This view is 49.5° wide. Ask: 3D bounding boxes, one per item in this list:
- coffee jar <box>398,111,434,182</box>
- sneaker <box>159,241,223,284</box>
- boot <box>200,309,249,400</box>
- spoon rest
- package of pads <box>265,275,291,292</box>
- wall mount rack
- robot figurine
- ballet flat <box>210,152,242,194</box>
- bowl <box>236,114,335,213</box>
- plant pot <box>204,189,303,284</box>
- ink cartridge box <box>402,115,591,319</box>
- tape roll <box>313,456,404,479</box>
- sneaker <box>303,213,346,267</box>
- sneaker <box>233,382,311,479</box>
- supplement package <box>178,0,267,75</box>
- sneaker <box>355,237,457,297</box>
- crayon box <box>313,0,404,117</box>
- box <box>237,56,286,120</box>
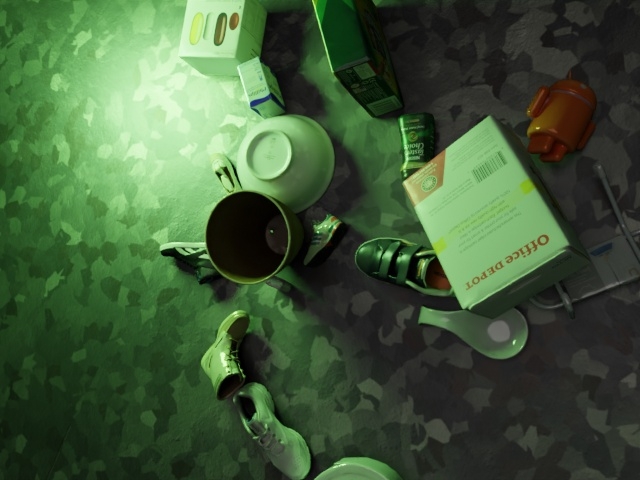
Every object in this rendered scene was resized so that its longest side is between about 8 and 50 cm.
[{"bbox_3d":[0.256,-0.239,1.830,0.096,0.079,0.185,-5,82,19],"label":"coffee jar"},{"bbox_3d":[-0.372,0.068,2.012,0.216,0.079,0.121,-2,81,18],"label":"sneaker"},{"bbox_3d":[-0.241,0.313,1.895,0.213,0.077,0.165,-57,32,10],"label":"boot"},{"bbox_3d":[0.374,0.212,1.727,0.276,0.084,0.137,9,86,21],"label":"spoon rest"},{"bbox_3d":[-0.115,0.119,1.913,0.050,0.083,0.032,24,86,17],"label":"package of pads"},{"bbox_3d":[0.629,0.007,1.641,0.350,0.130,0.304,-25,58,14],"label":"wall mount rack"},{"bbox_3d":[0.587,-0.298,1.687,0.158,0.128,0.219,26,84,18],"label":"robot figurine"},{"bbox_3d":[-0.280,-0.195,2.029,0.057,0.052,0.168,-38,72,12],"label":"ballet flat"},{"bbox_3d":[-0.119,-0.224,1.933,0.297,0.134,0.298,-2,83,19],"label":"bowl"},{"bbox_3d":[-0.144,-0.011,1.842,0.237,0.254,0.237,1,92,19],"label":"plant pot"},{"bbox_3d":[0.404,-0.048,1.631,0.279,0.160,0.385,-36,56,26],"label":"ink cartridge box"},{"bbox_3d":[0.097,0.698,1.753,0.286,0.100,0.286,-3,82,20],"label":"tape roll"},{"bbox_3d":[0.000,0.000,1.910,0.161,0.057,0.075,-53,54,8],"label":"sneaker"},{"bbox_3d":[-0.141,0.515,1.847,0.111,0.129,0.297,-44,73,7],"label":"sneaker"},{"bbox_3d":[-0.284,-0.605,2.033,0.194,0.149,0.203,6,84,20],"label":"supplement package"},{"bbox_3d":[0.229,0.063,1.777,0.321,0.127,0.126,13,89,22],"label":"sneaker"},{"bbox_3d":[0.093,-0.521,1.773,0.106,0.363,0.313,-17,78,17],"label":"crayon box"},{"bbox_3d":[-0.166,-0.431,1.980,0.072,0.126,0.137,-20,77,14],"label":"box"}]
